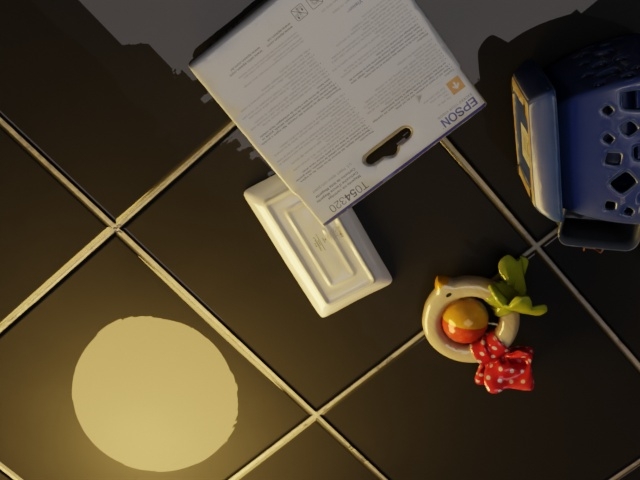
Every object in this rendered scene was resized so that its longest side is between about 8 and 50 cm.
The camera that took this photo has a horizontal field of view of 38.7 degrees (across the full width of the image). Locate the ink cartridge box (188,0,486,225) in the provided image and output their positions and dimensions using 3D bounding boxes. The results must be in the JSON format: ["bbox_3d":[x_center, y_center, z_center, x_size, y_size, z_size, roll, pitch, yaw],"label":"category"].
[{"bbox_3d":[0.028,-0.242,1.389,0.324,0.071,0.330,-36,111,9],"label":"ink cartridge box"}]

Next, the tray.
[{"bbox_3d":[0.000,0.000,1.514,0.145,0.030,0.270,-28,112,8],"label":"tray"}]

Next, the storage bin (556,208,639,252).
[{"bbox_3d":[0.445,-0.037,1.488,0.135,0.091,0.098,5,113,-4],"label":"storage bin"}]

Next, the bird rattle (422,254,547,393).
[{"bbox_3d":[0.278,0.142,1.566,0.207,0.143,0.253,10,126,5],"label":"bird rattle"}]

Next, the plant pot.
[{"bbox_3d":[0.406,-0.161,1.362,0.212,0.236,0.235,-6,114,6],"label":"plant pot"}]
